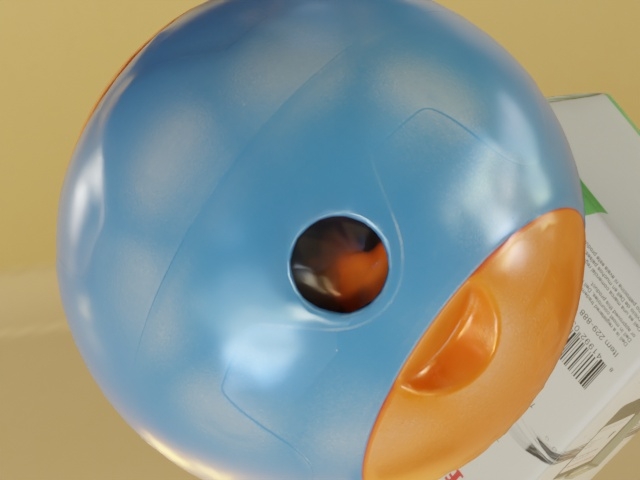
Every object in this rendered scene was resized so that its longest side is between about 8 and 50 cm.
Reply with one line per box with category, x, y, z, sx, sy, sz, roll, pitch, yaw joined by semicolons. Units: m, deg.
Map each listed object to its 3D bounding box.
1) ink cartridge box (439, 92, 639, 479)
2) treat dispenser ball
ink cartridge box;0.166;0.061;1.408;0.122;0.289;0.211;-12;-122;-44
treat dispenser ball;0.000;0.000;1.000;0.288;0.288;0.288;-11;-151;6
